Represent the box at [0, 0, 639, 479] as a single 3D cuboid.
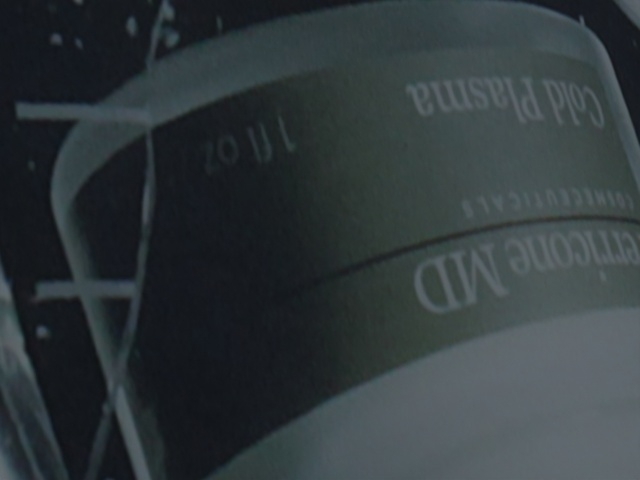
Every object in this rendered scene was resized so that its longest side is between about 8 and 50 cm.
[{"bbox_3d":[0.000,0.000,0.609,0.297,0.480,0.471,-18,80,47],"label":"box"}]
